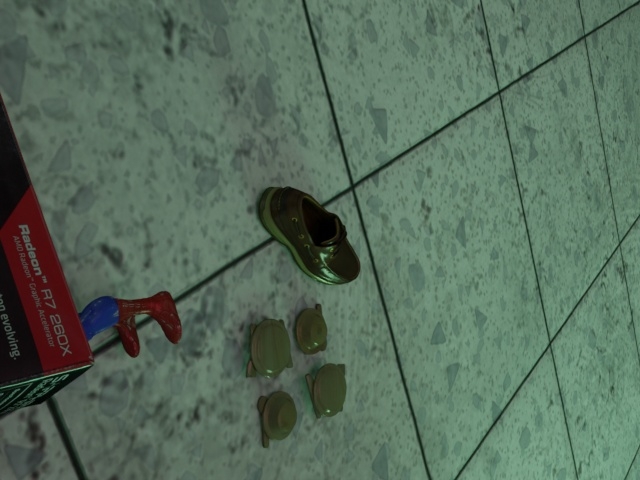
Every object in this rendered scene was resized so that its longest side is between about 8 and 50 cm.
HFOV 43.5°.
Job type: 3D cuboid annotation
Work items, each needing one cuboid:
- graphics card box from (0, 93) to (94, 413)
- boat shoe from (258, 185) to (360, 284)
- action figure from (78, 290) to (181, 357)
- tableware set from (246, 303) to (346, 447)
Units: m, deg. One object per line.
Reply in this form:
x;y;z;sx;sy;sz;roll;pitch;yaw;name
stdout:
-0.323;0.012;0.407;0.370;0.094;0.233;-9;73;-47;graphics card box
0.000;-0.001;0.935;0.178;0.060;0.064;45;54;-42;boat shoe
-0.224;0.114;0.599;0.280;0.091;0.139;1;70;-52;action figure
-0.026;0.150;0.926;0.168;0.020;0.141;-14;97;-51;tableware set
